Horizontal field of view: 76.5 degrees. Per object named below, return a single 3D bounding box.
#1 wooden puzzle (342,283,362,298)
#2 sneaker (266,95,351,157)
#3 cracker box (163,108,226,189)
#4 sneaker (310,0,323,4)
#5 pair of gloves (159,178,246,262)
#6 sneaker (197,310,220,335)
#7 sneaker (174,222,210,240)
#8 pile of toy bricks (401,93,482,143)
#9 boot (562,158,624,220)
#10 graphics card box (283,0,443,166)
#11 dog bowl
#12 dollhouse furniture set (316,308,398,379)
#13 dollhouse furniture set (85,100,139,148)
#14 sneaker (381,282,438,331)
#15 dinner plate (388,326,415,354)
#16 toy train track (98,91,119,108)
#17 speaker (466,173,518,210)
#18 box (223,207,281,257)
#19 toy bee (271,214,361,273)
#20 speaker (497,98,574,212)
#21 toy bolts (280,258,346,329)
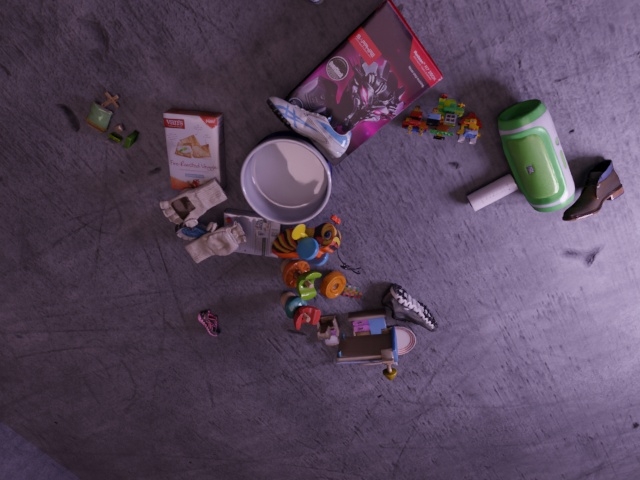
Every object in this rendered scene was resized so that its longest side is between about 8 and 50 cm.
[{"bbox_3d":[0.109,0.181,1.449,0.083,0.006,0.049,12,120,-2],"label":"wooden puzzle"},{"bbox_3d":[-0.029,-0.307,1.050,0.237,0.085,0.086,31,94,-7],"label":"sneaker"},{"bbox_3d":[-0.369,-0.264,1.209,0.155,0.067,0.232,5,119,2],"label":"cracker box"},{"bbox_3d":[-0.050,-0.631,0.978,0.144,0.059,0.053,33,118,-10],"label":"sneaker"},{"bbox_3d":[-0.357,-0.050,1.254,0.204,0.042,0.240,-18,113,11],"label":"pair of gloves"},{"bbox_3d":[-0.414,0.315,1.554,0.057,0.047,0.119,-30,114,7],"label":"sneaker"},{"bbox_3d":[-0.373,-0.019,1.336,0.190,0.083,0.071,29,110,-8],"label":"sneaker"},{"bbox_3d":[0.334,-0.338,1.094,0.212,0.118,0.105,11,88,9],"label":"pile of toy bricks"},{"bbox_3d":[0.753,-0.140,1.143,0.219,0.082,0.106,-29,107,-17],"label":"boot"},{"bbox_3d":[0.101,-0.402,1.074,0.371,0.094,0.233,-35,112,24],"label":"graphics card box"},{"bbox_3d":[-0.097,-0.185,1.207,0.265,0.104,0.265,2,119,4],"label":"dog bowl"},{"bbox_3d":[0.124,0.400,1.382,0.286,0.303,0.198,-9,106,10],"label":"dollhouse furniture set"},{"bbox_3d":[-0.622,-0.330,1.193,0.151,0.058,0.076,30,123,-15],"label":"dollhouse furniture set"},{"bbox_3d":[0.308,0.253,1.434,0.234,0.078,0.106,40,118,-12],"label":"sneaker"},{"bbox_3d":[0.288,0.376,1.536,0.141,0.017,0.141,2,120,4],"label":"dinner plate"},{"bbox_3d":[-0.618,-0.404,1.185,0.083,0.014,0.048,-19,123,22],"label":"toy train track"},{"bbox_3d":[0.507,-0.141,1.204,0.136,0.055,0.055,-30,112,20],"label":"speaker"},{"bbox_3d":[-0.225,-0.023,1.347,0.186,0.038,0.145,7,119,0],"label":"box"},{"bbox_3d":[0.000,0.000,1.278,0.298,0.195,0.162,15,78,8],"label":"toy bee"},{"bbox_3d":[0.590,-0.225,1.109,0.131,0.131,0.296,-27,114,18],"label":"speaker"},{"bbox_3d":[-0.050,0.170,1.415,0.218,0.158,0.228,-1,117,-41],"label":"toy bolts"}]
